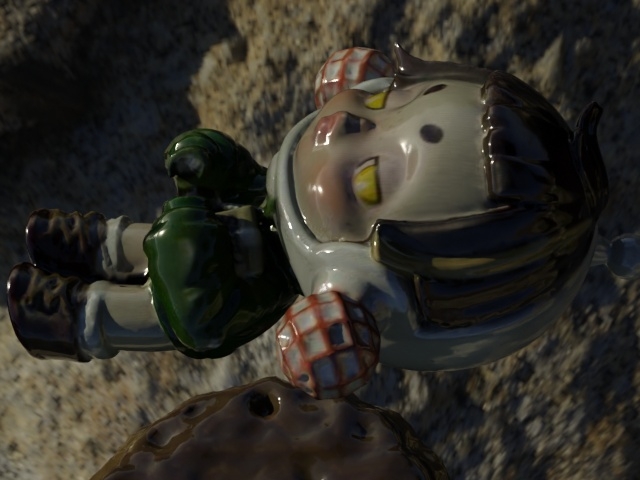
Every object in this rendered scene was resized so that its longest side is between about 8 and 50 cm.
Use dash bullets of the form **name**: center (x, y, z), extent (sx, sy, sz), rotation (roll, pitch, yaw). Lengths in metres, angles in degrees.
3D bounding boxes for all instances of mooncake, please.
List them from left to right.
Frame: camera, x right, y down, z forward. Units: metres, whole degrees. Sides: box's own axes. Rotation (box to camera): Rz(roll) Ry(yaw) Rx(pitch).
- **mooncake**: center (-0.039, 0.262, 1.126), extent (0.324, 0.187, 0.324), rotation (-1, 49, 2)

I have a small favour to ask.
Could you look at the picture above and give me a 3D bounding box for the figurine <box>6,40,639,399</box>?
- **figurine**: center (0.000, 0.000, 0.843), extent (0.370, 0.167, 0.281), rotation (-10, 40, 14)
